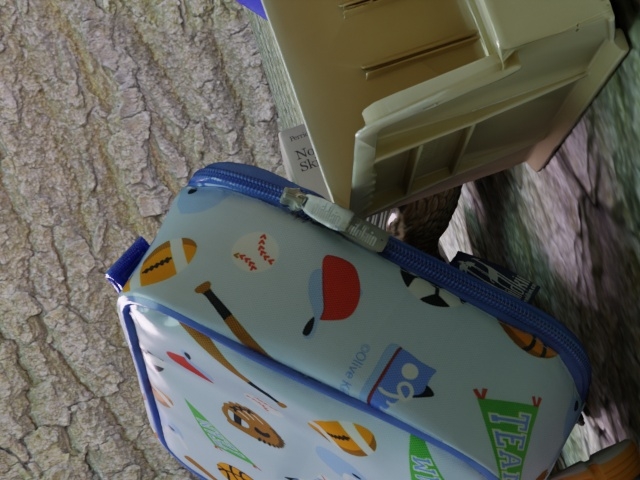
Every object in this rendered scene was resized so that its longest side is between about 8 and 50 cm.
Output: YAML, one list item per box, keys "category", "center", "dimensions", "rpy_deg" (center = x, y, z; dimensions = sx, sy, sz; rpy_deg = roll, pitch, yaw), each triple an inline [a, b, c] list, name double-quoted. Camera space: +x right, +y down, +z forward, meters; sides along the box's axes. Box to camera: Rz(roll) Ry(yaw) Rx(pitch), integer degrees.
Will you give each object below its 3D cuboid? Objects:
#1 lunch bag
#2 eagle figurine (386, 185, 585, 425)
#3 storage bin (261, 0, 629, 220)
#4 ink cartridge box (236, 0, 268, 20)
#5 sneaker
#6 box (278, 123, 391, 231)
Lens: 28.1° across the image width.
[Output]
- category: "lunch bag"
  center: [0.005, 0.081, 0.701]
  dimensions: [0.243, 0.115, 0.303]
  rpy_deg: [27, 155, 10]
- category: "eagle figurine"
  center: [0.065, 0.027, 0.898]
  dimensions: [0.226, 0.225, 0.298]
  rpy_deg: [35, 149, -20]
- category: "storage bin"
  center: [0.029, -0.160, 0.631]
  dimensions: [0.260, 0.123, 0.262]
  rpy_deg: [88, 164, -80]
- category: "ink cartridge box"
  center: [-0.087, -0.342, 1.428]
  dimensions: [0.176, 0.069, 0.371]
  rpy_deg: [25, -149, -43]
- category: "sneaker"
  center: [0.161, 0.185, 0.757]
  dimensions: [0.083, 0.084, 0.215]
  rpy_deg: [60, 174, 21]
- category: "box"
  center: [0.049, 0.001, 1.336]
  dimensions: [0.094, 0.113, 0.275]
  rpy_deg: [77, 172, -63]
